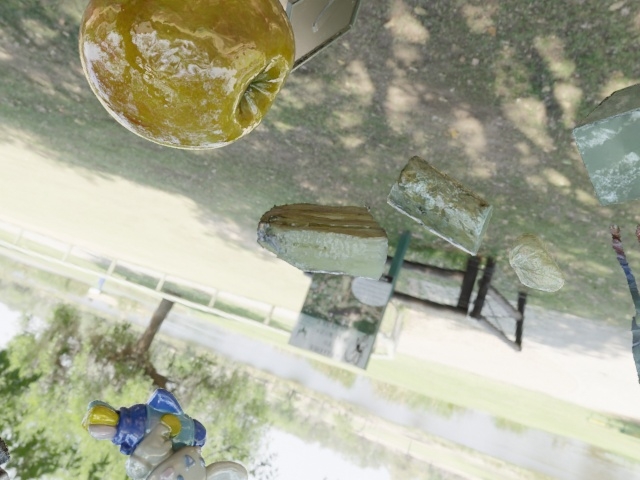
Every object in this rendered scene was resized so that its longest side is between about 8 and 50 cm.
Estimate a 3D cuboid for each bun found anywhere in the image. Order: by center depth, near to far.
[{"bbox_3d":[0.377,0.043,1.008,0.069,0.115,0.115,-33,136,20],"label":"bun"}]

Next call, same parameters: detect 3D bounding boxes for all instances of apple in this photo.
[{"bbox_3d":[-0.111,-0.167,0.511,0.155,0.183,0.182,36,164,1],"label":"apple"}]

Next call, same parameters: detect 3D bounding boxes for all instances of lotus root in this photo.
[{"bbox_3d":[0.000,0.003,0.660,0.143,0.070,0.143,5,-163,1],"label":"lotus root"}]

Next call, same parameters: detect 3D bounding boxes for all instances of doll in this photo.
[{"bbox_3d":[-0.385,0.510,1.397,0.365,0.187,0.376,45,179,25],"label":"doll"}]

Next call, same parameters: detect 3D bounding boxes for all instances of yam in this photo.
[{"bbox_3d":[0.226,-0.062,1.044,0.194,0.107,0.107,34,166,10],"label":"yam"}]

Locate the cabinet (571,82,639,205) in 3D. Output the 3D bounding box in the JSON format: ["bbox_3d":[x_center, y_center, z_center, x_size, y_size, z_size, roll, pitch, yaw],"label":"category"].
[{"bbox_3d":[0.552,-0.178,0.965,0.150,0.206,0.145,-14,107,49],"label":"cabinet"}]

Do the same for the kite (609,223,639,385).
[{"bbox_3d":[0.382,0.091,0.613,0.141,0.015,0.245,-7,110,57],"label":"kite"}]

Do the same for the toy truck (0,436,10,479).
[{"bbox_3d":[-0.723,0.412,1.148,0.111,0.136,0.286,14,119,33],"label":"toy truck"}]

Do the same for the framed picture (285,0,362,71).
[{"bbox_3d":[0.007,-0.424,1.079,0.016,0.250,0.184,40,151,10],"label":"framed picture"}]
